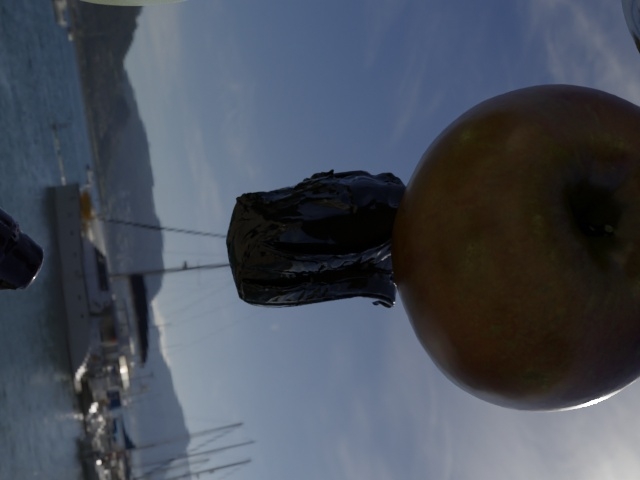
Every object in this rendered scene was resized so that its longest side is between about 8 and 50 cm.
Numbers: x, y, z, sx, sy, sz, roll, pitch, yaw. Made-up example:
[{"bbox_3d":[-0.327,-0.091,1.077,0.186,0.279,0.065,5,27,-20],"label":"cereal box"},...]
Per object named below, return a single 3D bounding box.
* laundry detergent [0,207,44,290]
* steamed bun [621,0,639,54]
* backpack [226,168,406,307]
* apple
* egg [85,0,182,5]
[{"bbox_3d":[-0.207,-0.055,0.315,0.222,0.078,0.144,43,6,-34],"label":"laundry detergent"},{"bbox_3d":[0.224,-0.134,0.347,0.211,0.218,0.144,38,1,-28],"label":"steamed bun"},{"bbox_3d":[0.000,-0.003,0.678,0.105,0.165,0.120,62,-39,43],"label":"backpack"},{"bbox_3d":[0.160,0.006,0.576,0.207,0.237,0.236,131,-51,-69],"label":"apple"},{"bbox_3d":[-0.106,-0.315,0.575,0.258,0.352,0.258,57,-11,17],"label":"egg"}]
